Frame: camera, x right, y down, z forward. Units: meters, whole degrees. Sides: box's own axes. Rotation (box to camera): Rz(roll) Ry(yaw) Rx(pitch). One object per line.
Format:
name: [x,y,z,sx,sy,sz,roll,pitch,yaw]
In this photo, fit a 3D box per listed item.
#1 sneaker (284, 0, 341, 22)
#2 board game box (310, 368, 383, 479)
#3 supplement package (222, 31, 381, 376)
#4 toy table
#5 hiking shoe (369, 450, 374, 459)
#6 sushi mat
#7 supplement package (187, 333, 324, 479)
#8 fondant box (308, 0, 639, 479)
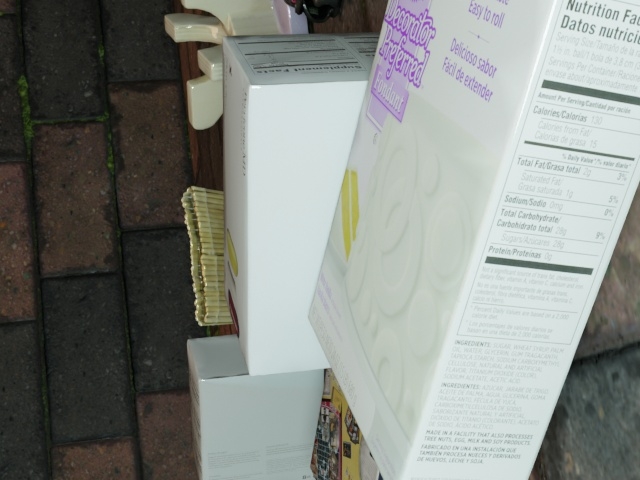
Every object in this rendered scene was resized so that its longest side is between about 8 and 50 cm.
sneaker: [-0.012,-0.306,1.216,0.170,0.063,0.075,180,92,-72]
board game box: [0.046,0.257,1.158,0.243,0.042,0.165,-130,48,-69]
supplement package: [0.023,-0.037,0.853,0.145,0.203,0.262,-120,29,-61]
toy table: [-0.119,-0.288,1.413,0.252,0.160,0.274,-143,45,-63]
hiking shoe: [0.098,0.150,0.795,0.086,0.114,0.227,149,116,-75]
sushi mat: [-0.068,0.023,1.173,0.316,0.019,0.152,6,-103,-65]
supplement package: [-0.104,0.265,1.531,0.149,0.194,0.203,-127,35,-65]
fondant box: [0.095,-0.030,0.650,0.238,0.096,0.330,-120,42,-62]
